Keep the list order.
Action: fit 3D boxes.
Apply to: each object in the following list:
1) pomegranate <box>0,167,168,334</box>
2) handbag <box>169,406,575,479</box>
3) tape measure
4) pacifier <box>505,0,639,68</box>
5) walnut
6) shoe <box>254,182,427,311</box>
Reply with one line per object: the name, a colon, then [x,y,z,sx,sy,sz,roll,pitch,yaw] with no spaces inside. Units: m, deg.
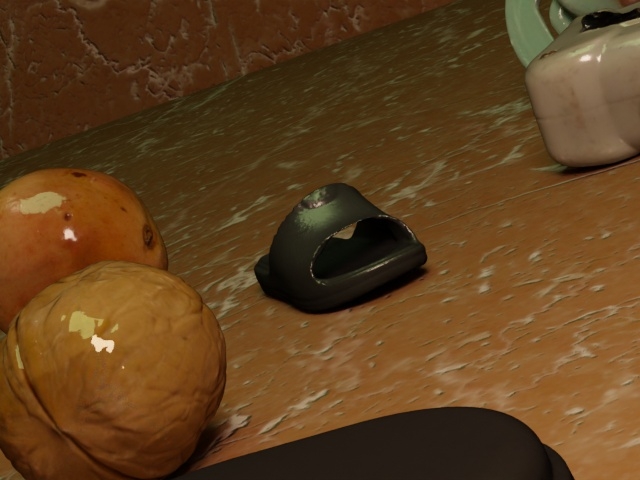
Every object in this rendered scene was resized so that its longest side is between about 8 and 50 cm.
pomegranate: [-0.244,0.018,1.749,0.191,0.191,0.191,-20,11,4]
handbag: [-0.018,0.171,0.872,0.308,0.093,0.254,-18,10,18]
tape measure: [0.325,-0.173,1.762,0.265,0.130,0.258,-15,11,26]
pacifier: [0.387,-0.282,2.043,0.343,0.288,0.269,-37,-30,24]
walnut: [-0.148,0.097,1.284,0.165,0.165,0.197,-18,4,14]
shoe: [0.000,0.000,1.632,0.108,0.093,0.241,-24,10,-21]
